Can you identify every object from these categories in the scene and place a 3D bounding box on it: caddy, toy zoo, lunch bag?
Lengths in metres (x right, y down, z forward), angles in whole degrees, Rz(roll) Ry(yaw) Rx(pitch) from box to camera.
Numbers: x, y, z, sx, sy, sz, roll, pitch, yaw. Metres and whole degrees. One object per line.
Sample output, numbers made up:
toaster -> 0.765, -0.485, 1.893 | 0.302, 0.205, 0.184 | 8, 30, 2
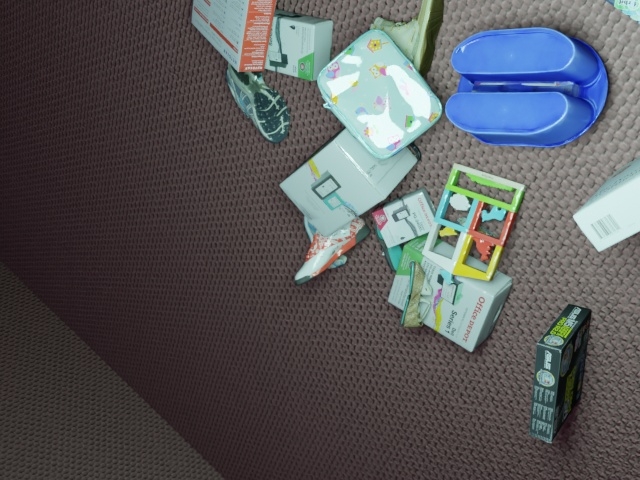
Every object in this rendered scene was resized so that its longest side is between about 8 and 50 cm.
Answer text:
caddy -> 0.439, -0.330, 1.520 | 0.341, 0.179, 0.241 | 9, 94, 37
toy zoo -> 0.373, -0.027, 1.745 | 0.192, 0.030, 0.293 | 22, 99, 30
lunch bag -> 0.133, -0.343, 1.665 | 0.224, 0.108, 0.279 | -39, 90, 11

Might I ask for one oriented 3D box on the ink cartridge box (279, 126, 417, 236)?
ink cartridge box -> 0.073, -0.179, 1.850 | 0.197, 0.198, 0.270 | 49, 140, -7

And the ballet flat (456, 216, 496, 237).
ballet flat -> 0.397, -0.026, 1.805 | 0.114, 0.041, 0.041 | 30, 128, 25

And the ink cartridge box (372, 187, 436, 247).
ink cartridge box -> 0.230, -0.061, 1.868 | 0.150, 0.063, 0.109 | -23, 98, 18

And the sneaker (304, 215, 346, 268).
sneaker -> 0.014, -0.026, 2.106 | 0.092, 0.087, 0.228 | -9, 107, 24

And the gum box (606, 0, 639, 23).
gum box -> 0.643, -0.519, 1.338 | 0.157, 0.041, 0.184 | 42, 132, 15

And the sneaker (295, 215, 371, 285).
sneaker -> 0.001, -0.001, 2.021 | 0.145, 0.270, 0.090 | 51, 179, -4

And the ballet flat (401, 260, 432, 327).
ballet flat -> 0.259, 0.144, 1.837 | 0.067, 0.073, 0.206 | 10, 124, 7

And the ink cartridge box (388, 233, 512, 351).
ink cartridge box -> 0.344, 0.136, 1.878 | 0.278, 0.117, 0.201 | 31, 128, 25

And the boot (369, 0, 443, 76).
boot -> 0.203, -0.517, 1.686 | 0.165, 0.077, 0.213 | 31, 133, 27

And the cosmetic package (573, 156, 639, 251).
cosmetic package -> 0.698, -0.147, 1.317 | 0.377, 0.284, 0.097 | -39, 84, 44

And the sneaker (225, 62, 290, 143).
sneaker -> -0.189, -0.412, 2.073 | 0.283, 0.110, 0.122 | 63, 152, -1

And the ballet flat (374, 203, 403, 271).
ballet flat -> 0.192, -0.008, 1.964 | 0.074, 0.074, 0.203 | -7, 106, 42

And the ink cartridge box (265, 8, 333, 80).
ink cartridge box -> -0.077, -0.535, 1.903 | 0.208, 0.087, 0.153 | 22, 124, 32

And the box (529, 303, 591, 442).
box -> 0.585, 0.321, 1.703 | 0.060, 0.216, 0.270 | 14, 120, 34

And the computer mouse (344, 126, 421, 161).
computer mouse -> 0.161, -0.264, 1.877 | 0.242, 0.041, 0.071 | 25, 125, 28

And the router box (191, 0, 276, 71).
router box -> -0.238, -0.669, 1.892 | 0.335, 0.082, 0.301 | 51, 139, 38
